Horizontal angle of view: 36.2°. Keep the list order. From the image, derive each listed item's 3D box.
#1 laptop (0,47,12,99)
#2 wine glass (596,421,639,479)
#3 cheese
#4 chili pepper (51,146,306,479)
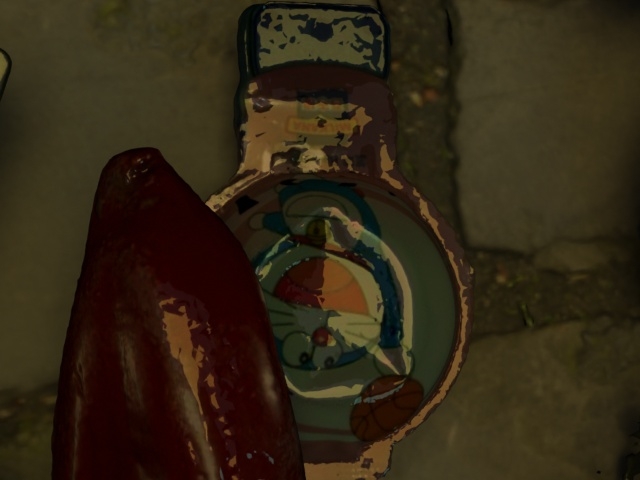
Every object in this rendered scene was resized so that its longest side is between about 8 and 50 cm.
[{"bbox_3d":[-0.311,-0.054,0.484,0.269,0.015,0.188,19,94,-13],"label":"laptop"},{"bbox_3d":[0.343,0.182,0.559,0.356,0.190,0.191,3,84,-8],"label":"wine glass"},{"bbox_3d":[0.000,0.000,0.574,0.188,0.074,0.286,1,84,-11],"label":"cheese"},{"bbox_3d":[-0.074,0.082,0.485,0.136,0.144,0.253,-3,103,-10],"label":"chili pepper"}]
